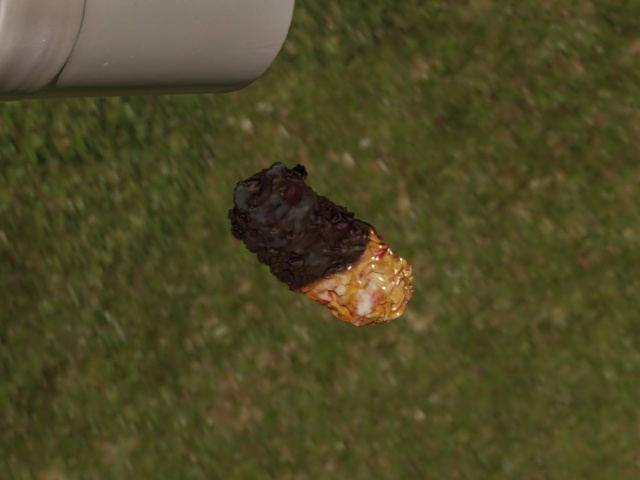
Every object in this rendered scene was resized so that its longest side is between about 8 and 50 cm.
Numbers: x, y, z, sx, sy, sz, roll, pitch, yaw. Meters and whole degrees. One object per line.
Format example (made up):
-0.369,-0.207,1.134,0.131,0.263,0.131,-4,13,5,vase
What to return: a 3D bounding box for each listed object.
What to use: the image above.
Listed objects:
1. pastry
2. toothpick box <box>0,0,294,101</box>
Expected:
-0.002,0.002,1.585,0.169,0.063,0.087,41,101,-13,pastry
-0.112,-0.121,0.945,0.181,0.111,0.111,-5,124,-46,toothpick box
